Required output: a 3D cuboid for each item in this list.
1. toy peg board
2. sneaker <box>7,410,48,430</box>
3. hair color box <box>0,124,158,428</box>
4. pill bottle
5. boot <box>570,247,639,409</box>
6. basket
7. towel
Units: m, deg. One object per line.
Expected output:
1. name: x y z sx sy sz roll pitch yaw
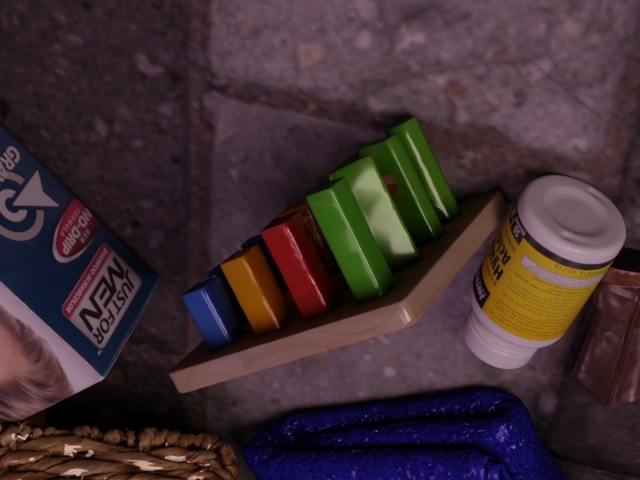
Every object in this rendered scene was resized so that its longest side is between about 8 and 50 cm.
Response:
1. toy peg board: 0.000 0.000 0.726 0.161 0.161 0.079 -19 102 33
2. sneaker: -0.297 0.139 1.020 0.175 0.064 0.067 8 111 7
3. hair color box: -0.294 -0.026 0.837 0.174 0.105 0.347 -28 116 36
4. pill bottle: 0.127 0.023 0.750 0.065 0.065 0.116 23 132 0
5. boot: 0.209 0.064 0.773 0.106 0.037 0.114 19 131 22
6. basket: -0.164 0.294 0.938 0.213 0.223 0.299 7 145 -21
7. towel: 0.098 0.247 0.945 0.228 0.076 0.308 -13 123 28
